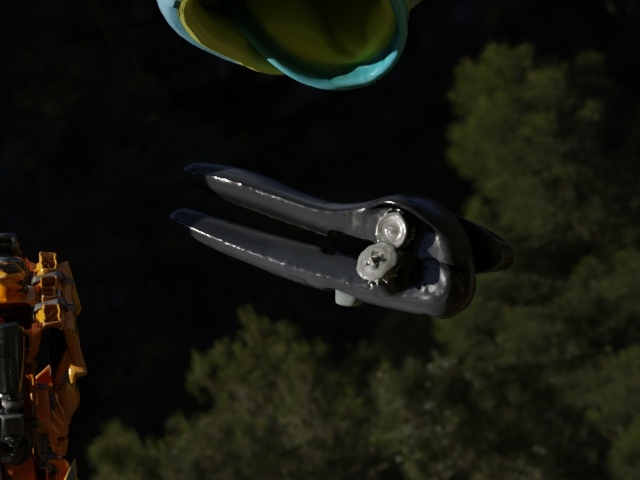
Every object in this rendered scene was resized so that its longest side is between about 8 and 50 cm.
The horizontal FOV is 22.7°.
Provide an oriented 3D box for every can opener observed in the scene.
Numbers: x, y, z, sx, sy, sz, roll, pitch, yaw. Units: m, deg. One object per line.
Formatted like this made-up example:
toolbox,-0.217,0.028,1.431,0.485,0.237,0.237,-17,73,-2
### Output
can opener,0.000,0.000,0.784,0.186,0.059,0.073,11,-9,31

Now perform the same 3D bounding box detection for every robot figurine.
robot figurine,-0.231,0.138,1.284,0.085,0.291,0.211,-3,31,-11

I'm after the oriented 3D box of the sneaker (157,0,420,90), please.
sneaker,0.009,-0.172,0.693,0.319,0.208,0.127,-27,-8,-45
